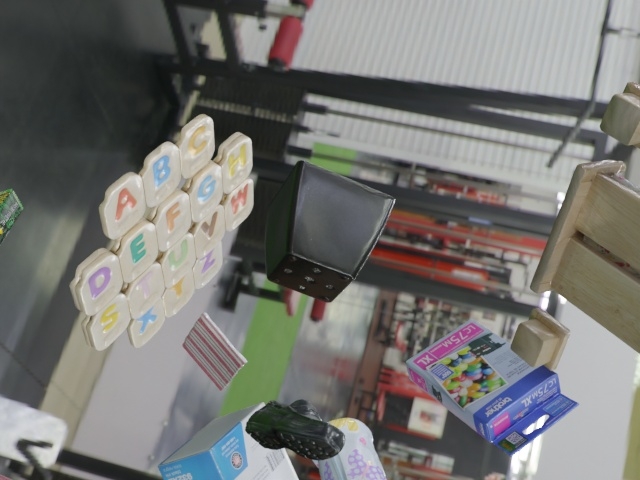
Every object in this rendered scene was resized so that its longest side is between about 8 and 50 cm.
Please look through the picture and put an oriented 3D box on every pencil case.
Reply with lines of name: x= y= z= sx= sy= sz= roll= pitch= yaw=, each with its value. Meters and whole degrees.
pencil case: x=0.064 y=0.412 z=1.420 sx=0.273 sy=0.114 sz=0.124 roll=-115 pitch=180 yaw=-52

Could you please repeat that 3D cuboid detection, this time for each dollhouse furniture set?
dollhouse furniture set: x=0.372 y=0.028 z=0.749 sx=0.174 sy=0.303 sz=0.355 roll=-11 pitch=129 yaw=-35

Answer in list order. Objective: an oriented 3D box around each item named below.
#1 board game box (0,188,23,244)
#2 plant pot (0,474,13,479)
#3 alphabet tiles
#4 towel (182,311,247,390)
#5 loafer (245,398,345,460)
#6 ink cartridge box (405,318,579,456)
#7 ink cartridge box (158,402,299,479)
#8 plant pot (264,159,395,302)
board game box: x=-0.421 y=0.023 z=0.833 sx=0.136 sy=0.260 sz=0.030 roll=-98 pitch=170 yaw=-62
plant pot: x=-0.427 y=0.376 z=1.107 sx=0.180 sy=0.201 sz=0.201 roll=50 pitch=39 yaw=-25
alphabet tiles: x=-0.171 y=-0.001 z=1.019 sx=0.284 sy=0.021 sz=0.278 roll=-46 pitch=155 yaw=-33
towel: x=-0.233 y=0.245 z=1.947 sx=0.029 sy=0.144 sz=0.197 roll=-38 pitch=172 yaw=-33
loafer: x=-0.033 y=0.266 z=1.285 sx=0.078 sy=0.076 sz=0.223 roll=-54 pitch=-158 yaw=-24
ink cartridge box: x=0.333 y=0.281 z=1.750 sx=0.186 sy=0.311 sz=0.065 roll=-30 pitch=126 yaw=-19
ink cartridge box: x=-0.135 y=0.489 z=1.623 sx=0.307 sy=0.129 sz=0.223 roll=66 pitch=23 yaw=-2
plant pot: x=0.000 y=0.000 z=1.567 sx=0.187 sy=0.188 sz=0.166 roll=131 pitch=-23 yaw=-58
